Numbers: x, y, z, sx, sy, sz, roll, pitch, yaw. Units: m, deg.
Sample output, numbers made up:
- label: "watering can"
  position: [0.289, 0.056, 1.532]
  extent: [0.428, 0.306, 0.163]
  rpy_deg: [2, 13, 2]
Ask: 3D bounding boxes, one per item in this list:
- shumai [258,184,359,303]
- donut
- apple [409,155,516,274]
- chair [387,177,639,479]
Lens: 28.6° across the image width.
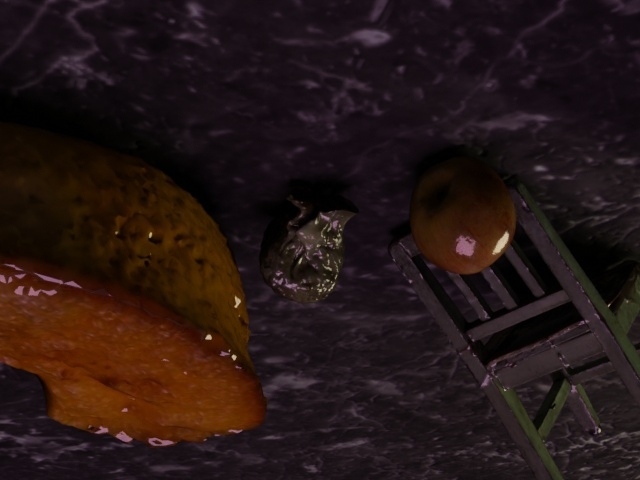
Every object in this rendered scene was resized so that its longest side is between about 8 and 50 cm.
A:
- label: "shumai"
  position: [0.000, 0.000, 0.962]
  extent: [0.080, 0.082, 0.083]
  rpy_deg: [-31, 161, 37]
- label: "donut"
  position: [-0.268, 0.039, 0.921]
  extent: [0.435, 0.163, 0.378]
  rpy_deg: [-10, 148, 15]
- label: "apple"
  position: [0.102, -0.019, 0.924]
  extent: [0.084, 0.084, 0.071]
  rpy_deg: [-27, 132, 35]
- label: "chair"
  position: [0.199, 0.064, 1.055]
  extent: [0.136, 0.147, 0.270]
  rpy_deg: [-29, 97, 34]
